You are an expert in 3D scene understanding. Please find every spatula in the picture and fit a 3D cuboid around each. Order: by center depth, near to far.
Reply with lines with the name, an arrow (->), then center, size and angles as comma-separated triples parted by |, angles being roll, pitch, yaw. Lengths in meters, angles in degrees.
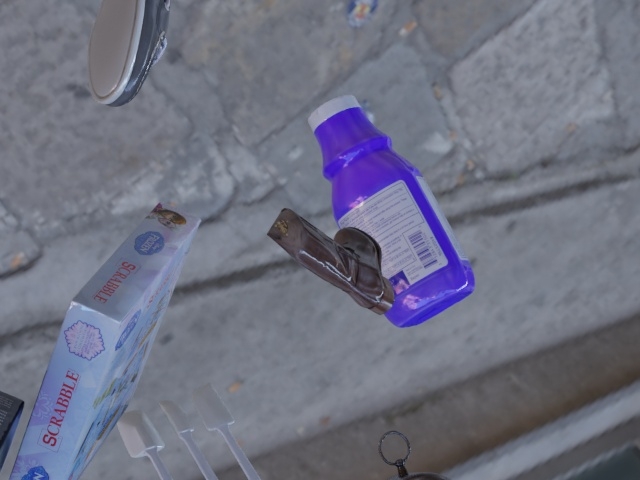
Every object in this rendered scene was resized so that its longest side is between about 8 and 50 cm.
spatula -> -0.184, 0.324, 1.753 | 0.168, 0.242, 0.019 | -14, 140, -29

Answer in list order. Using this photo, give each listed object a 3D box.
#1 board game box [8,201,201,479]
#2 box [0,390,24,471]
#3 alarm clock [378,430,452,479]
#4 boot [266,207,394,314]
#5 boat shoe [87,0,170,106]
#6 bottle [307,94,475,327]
board game box -> -0.270, 0.148, 1.481 | 0.318, 0.066, 0.318 | -64, 178, -66
box -> -0.459, 0.313, 1.224 | 0.294, 0.183, 0.296 | -106, -141, -77
alarm clock -> 0.107, 0.305, 1.317 | 0.129, 0.192, 0.064 | -15, 171, -23
boot -> 0.000, 0.000, 0.903 | 0.114, 0.106, 0.037 | 31, 106, -35
boat shoe -> -0.220, -0.298, 1.474 | 0.095, 0.335, 0.112 | 25, 139, -38
bottle -> 0.075, -0.040, 1.416 | 0.118, 0.283, 0.092 | -33, 165, 21
